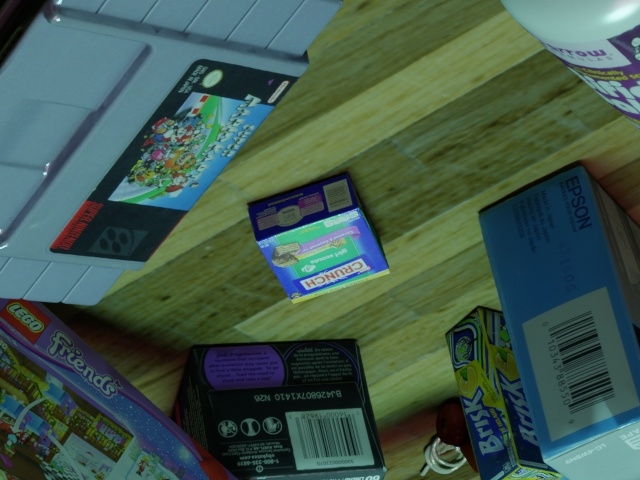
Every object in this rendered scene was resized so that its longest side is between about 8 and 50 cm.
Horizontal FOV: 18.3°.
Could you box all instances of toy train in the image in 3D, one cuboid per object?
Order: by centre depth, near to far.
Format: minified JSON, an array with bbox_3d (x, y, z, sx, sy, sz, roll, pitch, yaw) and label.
[{"bbox_3d":[0.174,0.228,1.948,0.105,0.143,0.248,7,141,-25],"label":"toy train"}]

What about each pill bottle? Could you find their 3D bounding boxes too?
[{"bbox_3d":[0.218,-0.185,1.352,0.169,0.169,0.301,-30,142,24],"label":"pill bottle"}]

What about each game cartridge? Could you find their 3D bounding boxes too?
[{"bbox_3d":[-0.163,-0.080,1.425,0.230,0.068,0.355,11,134,-39],"label":"game cartridge"}]

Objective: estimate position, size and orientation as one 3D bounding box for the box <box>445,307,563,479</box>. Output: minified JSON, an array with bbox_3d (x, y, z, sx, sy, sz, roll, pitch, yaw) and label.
[{"bbox_3d":[0.167,0.149,1.810,0.059,0.169,0.054,14,138,-33],"label":"box"}]

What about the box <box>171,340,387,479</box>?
[{"bbox_3d":[-0.056,0.228,1.878,0.165,0.143,0.270,-2,145,-15],"label":"box"}]

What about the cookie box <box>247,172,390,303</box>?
[{"bbox_3d":[0.000,0.000,1.660,0.091,0.040,0.107,-18,146,8],"label":"cookie box"}]

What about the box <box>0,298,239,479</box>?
[{"bbox_3d":[-0.197,0.194,1.622,0.293,0.201,0.057,43,125,-9],"label":"box"}]

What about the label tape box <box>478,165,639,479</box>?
[{"bbox_3d":[0.286,0.125,1.741,0.115,0.249,0.347,-28,142,22],"label":"label tape box"}]
